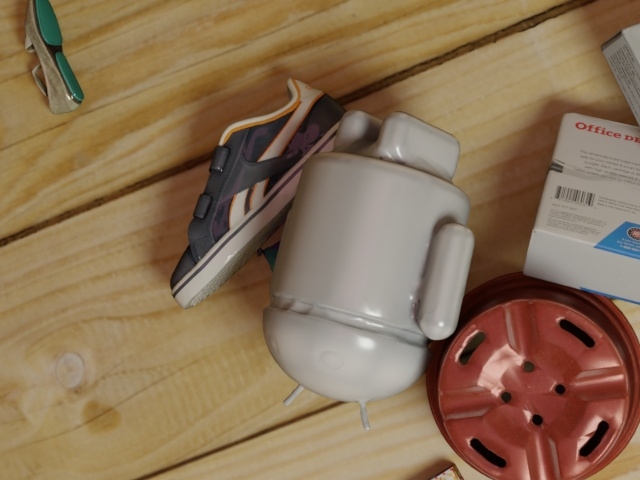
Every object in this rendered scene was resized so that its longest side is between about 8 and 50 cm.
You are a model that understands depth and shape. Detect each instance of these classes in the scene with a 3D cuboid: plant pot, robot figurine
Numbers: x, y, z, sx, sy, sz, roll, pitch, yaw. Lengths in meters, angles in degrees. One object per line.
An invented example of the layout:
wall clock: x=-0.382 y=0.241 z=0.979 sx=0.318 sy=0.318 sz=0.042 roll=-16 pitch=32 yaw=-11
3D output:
plant pot: x=0.244 y=0.168 z=1.482 sx=0.272 sy=0.265 sz=0.272 roll=0 pitch=88 yaw=10
robot figurine: x=0.052 y=0.032 z=1.482 sx=0.300 sy=0.200 sz=0.353 roll=10 pitch=82 yaw=52

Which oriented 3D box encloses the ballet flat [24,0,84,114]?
ballet flat: x=-0.366 y=-0.246 z=1.716 sx=0.052 sy=0.057 sz=0.168 roll=-22 pitch=83 yaw=18

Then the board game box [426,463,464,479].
board game box: x=0.151 y=0.396 z=1.597 sx=0.147 sy=0.045 sz=0.193 roll=-30 pitch=83 yaw=7

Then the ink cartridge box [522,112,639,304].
ink cartridge box: x=0.332 y=-0.041 z=1.517 sx=0.148 sy=0.086 sz=0.203 roll=15 pitch=50 yaw=10

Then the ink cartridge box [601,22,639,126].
ink cartridge box: x=0.486 y=-0.148 z=1.504 sx=0.239 sy=0.060 sz=0.275 roll=-22 pitch=83 yaw=-22

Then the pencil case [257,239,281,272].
pencil case: x=0.000 y=0.000 z=1.634 sx=0.151 sy=0.070 sz=0.064 roll=-32 pitch=127 yaw=6

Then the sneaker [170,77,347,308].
sneaker: x=-0.095 y=-0.063 z=1.625 sx=0.127 sy=0.126 sz=0.321 roll=43 pitch=84 yaw=5
